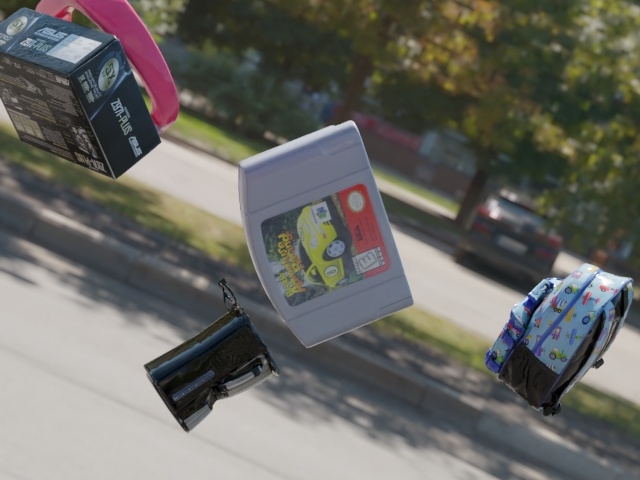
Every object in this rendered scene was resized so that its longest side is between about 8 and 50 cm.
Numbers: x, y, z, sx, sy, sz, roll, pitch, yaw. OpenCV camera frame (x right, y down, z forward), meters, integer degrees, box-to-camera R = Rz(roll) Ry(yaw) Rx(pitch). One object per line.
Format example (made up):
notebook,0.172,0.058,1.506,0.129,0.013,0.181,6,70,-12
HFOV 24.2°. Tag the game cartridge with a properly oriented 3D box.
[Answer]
game cartridge,0.000,0.000,2.063,0.060,0.196,0.294,-115,-175,-65

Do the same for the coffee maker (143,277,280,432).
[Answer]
coffee maker,-0.180,0.181,2.291,0.171,0.178,0.120,57,-11,8

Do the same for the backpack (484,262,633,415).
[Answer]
backpack,0.296,0.101,1.801,0.117,0.173,0.158,37,44,16

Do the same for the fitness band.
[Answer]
fitness band,-0.259,-0.207,1.767,0.209,0.054,0.291,59,-21,-9

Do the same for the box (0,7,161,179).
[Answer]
box,-0.283,-0.166,1.672,0.180,0.077,0.147,21,-37,40
